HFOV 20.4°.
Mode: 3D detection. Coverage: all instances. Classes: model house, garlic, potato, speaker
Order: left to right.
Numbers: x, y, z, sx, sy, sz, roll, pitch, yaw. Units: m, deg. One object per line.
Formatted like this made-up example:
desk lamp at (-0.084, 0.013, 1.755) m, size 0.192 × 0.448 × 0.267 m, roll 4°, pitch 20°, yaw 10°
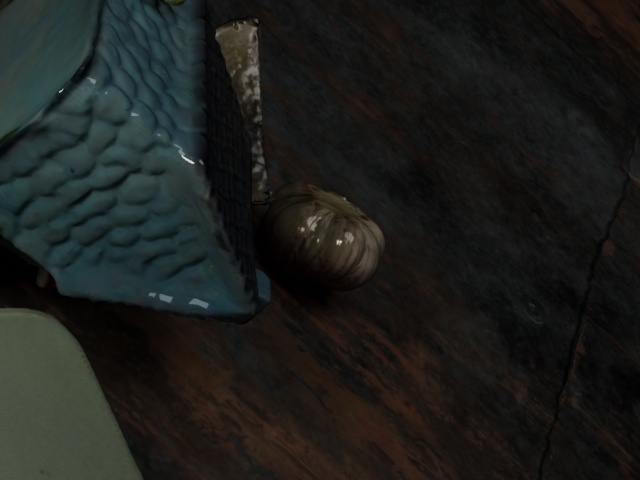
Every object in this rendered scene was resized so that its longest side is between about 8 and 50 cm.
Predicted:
speaker at (-0.238, 0.269, 1.393) m, size 0.183 × 0.184 × 0.406 m, roll -3°, pitch 56°, yaw -44°
model house at (-0.193, -0.081, 1.780) m, size 0.339 × 0.297 × 0.360 m, roll 37°, pitch 26°, yaw -26°
potato at (-0.119, -0.132, 2.113) m, size 0.120 × 0.100 × 0.261 m, roll -2°, pitch 62°, yaw -2°
garlic at (0.000, 0.000, 2.063) m, size 0.147 × 0.102 × 0.159 m, roll 3°, pitch 28°, yaw -45°

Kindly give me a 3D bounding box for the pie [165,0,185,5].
pie at (-0.158, -0.263, 1.723) m, size 0.084 × 0.021 × 0.084 m, roll 44°, pitch 25°, yaw -28°
